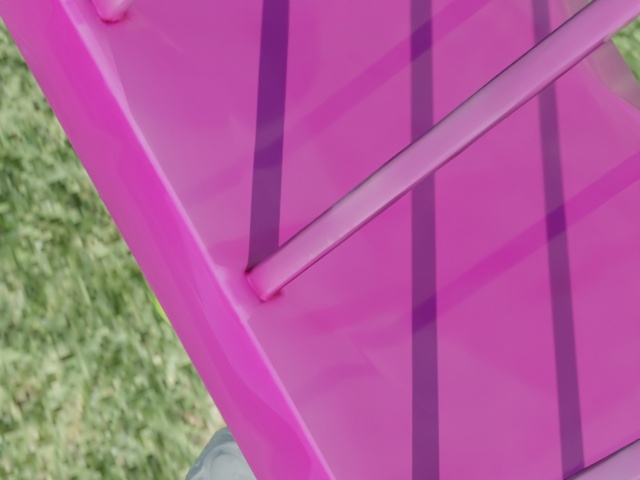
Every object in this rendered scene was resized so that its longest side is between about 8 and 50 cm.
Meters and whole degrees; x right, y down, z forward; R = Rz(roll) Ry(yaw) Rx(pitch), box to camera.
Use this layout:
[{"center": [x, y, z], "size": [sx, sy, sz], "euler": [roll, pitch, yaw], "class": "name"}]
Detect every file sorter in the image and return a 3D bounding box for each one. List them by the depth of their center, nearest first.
[{"center": [0.086, -0.042, 0.403], "size": [0.182, 0.290, 0.202], "euler": [-37, 168, 37], "class": "file sorter"}]

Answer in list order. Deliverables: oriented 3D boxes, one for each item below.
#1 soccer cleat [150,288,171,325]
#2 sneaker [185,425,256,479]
[{"center": [0.000, 0.000, 0.943], "size": [0.179, 0.060, 0.072], "euler": [-14, 120, -6], "class": "soccer cleat"}, {"center": [0.058, 0.072, 0.634], "size": [0.237, 0.085, 0.086], "euler": [-19, 159, 35], "class": "sneaker"}]
